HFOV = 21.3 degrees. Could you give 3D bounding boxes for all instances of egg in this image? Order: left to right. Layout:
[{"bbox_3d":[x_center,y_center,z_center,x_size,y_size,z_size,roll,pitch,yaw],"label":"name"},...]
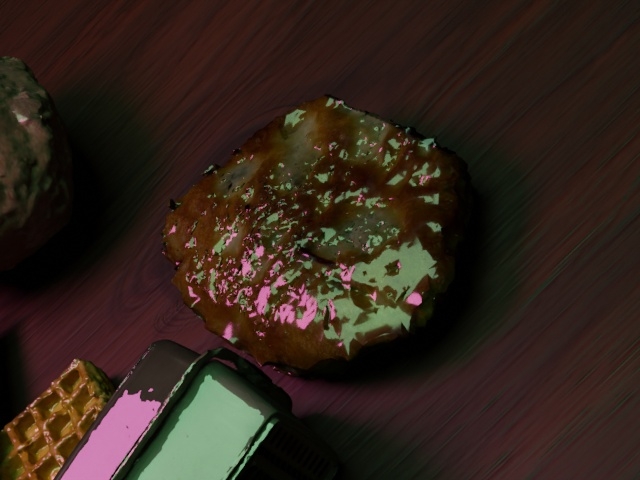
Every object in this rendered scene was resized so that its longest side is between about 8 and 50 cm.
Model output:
[{"bbox_3d":[-0.414,-0.087,1.979,0.279,0.279,0.310,-34,33,12],"label":"egg"}]

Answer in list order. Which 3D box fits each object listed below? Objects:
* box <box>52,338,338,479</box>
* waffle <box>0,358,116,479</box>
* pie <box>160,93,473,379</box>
[{"bbox_3d":[-0.133,0.245,1.601,0.166,0.220,0.290,31,82,29],"label":"box"},{"bbox_3d":[-0.256,0.244,1.793,0.160,0.055,0.211,-45,44,4],"label":"waffle"},{"bbox_3d":[0.000,0.000,1.742,0.355,0.103,0.288,24,77,38],"label":"pie"}]
